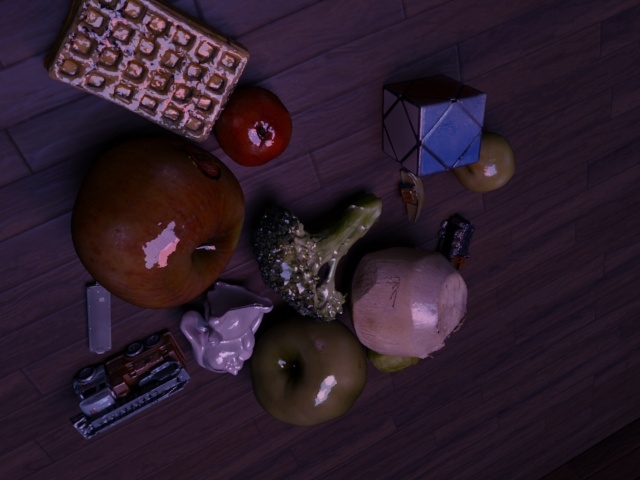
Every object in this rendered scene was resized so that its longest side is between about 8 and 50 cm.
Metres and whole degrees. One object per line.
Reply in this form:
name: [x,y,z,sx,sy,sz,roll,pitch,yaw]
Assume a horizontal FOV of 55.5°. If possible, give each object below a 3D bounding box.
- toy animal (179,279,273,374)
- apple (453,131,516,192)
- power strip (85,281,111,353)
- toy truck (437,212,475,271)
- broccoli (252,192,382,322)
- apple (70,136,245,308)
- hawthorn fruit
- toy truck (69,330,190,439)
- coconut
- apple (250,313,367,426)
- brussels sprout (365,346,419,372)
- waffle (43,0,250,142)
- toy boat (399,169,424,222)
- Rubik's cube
toy animal: [-0.283,0.250,1.737,0.249,0.174,0.289,18,108,-46]
apple: [0.490,-0.235,1.826,0.200,0.200,0.200,-13,123,-20]
power strip: [-0.595,0.197,1.633,0.060,0.027,0.252,-4,120,-24]
toy truck: [0.444,0.011,2.012,0.092,0.083,0.192,-5,120,-30]
broccoli: [-0.017,-0.009,1.694,0.397,0.275,0.353,-55,149,3]
apple: [-0.370,-0.049,1.391,0.400,0.334,0.400,-48,158,-26]
hawthorn fruit: [-0.155,-0.267,1.453,0.197,0.225,0.196,-6,110,-16]
toy truck: [-0.537,0.409,1.691,0.338,0.184,0.133,-27,126,-11]
coconut: [0.246,0.180,1.862,0.346,0.360,0.346,-14,107,-55]
apple: [-0.028,0.388,1.842,0.358,0.357,0.357,-13,123,-20]
brussels sprout: [0.257,0.361,2.077,0.223,0.161,0.223,-16,125,-24]
waffle: [-0.376,-0.395,1.337,0.376,0.114,0.261,21,110,-35]
toy boat: [0.275,-0.136,1.849,0.066,0.065,0.172,-30,124,-24]
Rubik's cube: [0.304,-0.317,1.665,0.205,0.207,0.204,-16,123,-20]
